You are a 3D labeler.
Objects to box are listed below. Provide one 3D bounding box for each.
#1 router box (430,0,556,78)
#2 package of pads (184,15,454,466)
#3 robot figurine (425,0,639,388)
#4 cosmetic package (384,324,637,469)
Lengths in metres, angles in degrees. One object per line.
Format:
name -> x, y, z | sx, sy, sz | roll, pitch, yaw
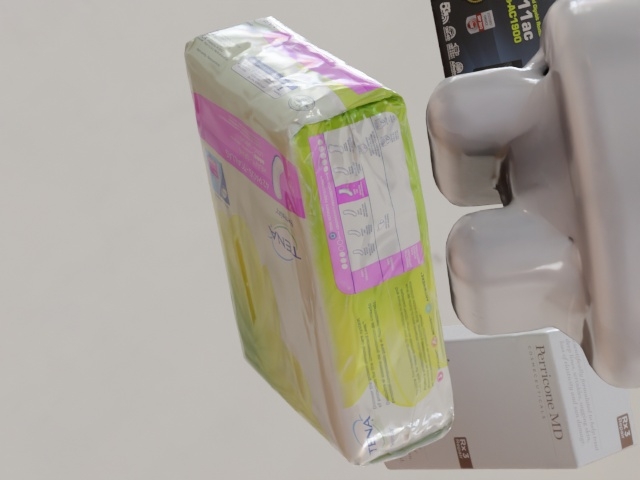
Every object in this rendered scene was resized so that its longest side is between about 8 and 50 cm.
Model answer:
router box -> 0.121, -0.111, 1.182 | 0.038, 0.092, 0.122 | 15, 63, -68
package of pads -> 0.000, 0.000, 1.492 | 0.229, 0.101, 0.296 | 39, -35, 57
robot figurine -> 0.233, -0.039, 0.966 | 0.200, 0.353, 0.300 | 69, 14, -75
cosmetic package -> 0.147, 0.129, 1.651 | 0.231, 0.085, 0.117 | -10, -86, 51
